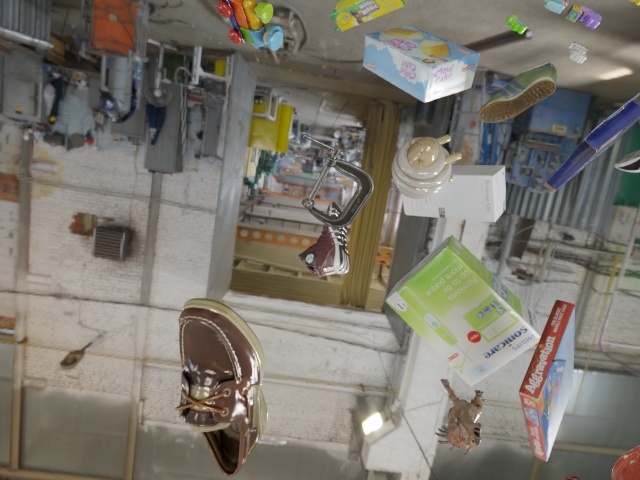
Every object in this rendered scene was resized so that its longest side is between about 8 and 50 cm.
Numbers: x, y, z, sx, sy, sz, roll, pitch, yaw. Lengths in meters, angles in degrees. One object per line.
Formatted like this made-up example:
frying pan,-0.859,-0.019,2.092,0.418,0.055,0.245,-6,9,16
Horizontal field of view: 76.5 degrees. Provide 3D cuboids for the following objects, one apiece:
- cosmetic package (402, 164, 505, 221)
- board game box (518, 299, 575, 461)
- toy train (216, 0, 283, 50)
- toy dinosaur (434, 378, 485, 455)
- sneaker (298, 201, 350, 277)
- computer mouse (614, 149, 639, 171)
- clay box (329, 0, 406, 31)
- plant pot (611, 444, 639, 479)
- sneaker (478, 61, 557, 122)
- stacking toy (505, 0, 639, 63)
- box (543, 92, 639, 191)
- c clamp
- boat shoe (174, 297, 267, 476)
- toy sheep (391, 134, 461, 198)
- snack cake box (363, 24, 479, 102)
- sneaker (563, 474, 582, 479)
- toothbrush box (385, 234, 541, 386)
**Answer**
cosmetic package,0.322,-0.120,0.998,0.231,0.117,0.086,8,-149,41
board game box,0.347,0.223,0.613,0.027,0.145,0.281,15,149,39
toy train,-0.186,-0.612,1.050,0.144,0.105,0.248,31,166,18
toy dinosaur,0.422,0.552,1.219,0.127,0.200,0.295,2,144,24
sneaker,0.000,0.000,1.327,0.163,0.281,0.106,-19,136,19
computer mouse,0.744,-0.187,0.877,0.106,0.042,0.193,-34,-177,-21
clay box,0.111,-0.536,0.876,0.053,0.127,0.222,38,165,-36
plant pot,0.653,0.492,0.618,0.273,0.272,0.265,10,-145,6
sneaker,0.480,-0.359,0.985,0.064,0.086,0.192,34,156,-21
stacking toy,0.551,-0.509,0.891,0.221,0.052,0.167,24,151,-2
box,0.569,-0.196,0.842,0.036,0.137,0.225,51,173,20
c clamp,0.016,-0.092,0.692,0.137,0.160,0.022,21,-137,-3
boat shoe,-0.163,0.250,0.653,0.124,0.341,0.123,5,-148,12
toy sheep,0.145,-0.101,0.578,0.091,0.091,0.132,11,157,13
snack cake box,0.246,-0.459,1.039,0.152,0.089,0.264,-22,-132,-21
sneaker,0.758,0.822,1.254,0.225,0.092,0.088,-27,-132,-33
toothbrush box,0.334,0.163,0.968,0.283,0.206,0.122,46,-154,5
